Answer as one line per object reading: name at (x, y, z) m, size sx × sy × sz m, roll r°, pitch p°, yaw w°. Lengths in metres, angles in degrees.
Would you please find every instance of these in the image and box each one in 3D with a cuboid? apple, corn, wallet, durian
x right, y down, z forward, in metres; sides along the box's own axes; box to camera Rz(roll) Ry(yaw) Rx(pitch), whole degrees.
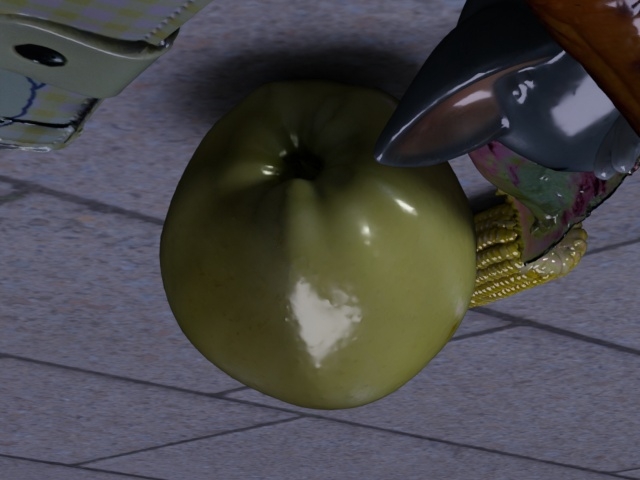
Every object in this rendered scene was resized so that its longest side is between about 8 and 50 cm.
apple at (0.000, 0.000, 1.116) m, size 0.200 × 0.200 × 0.200 m, roll -1°, pitch 163°, yaw 0°
corn at (0.113, 0.014, 1.372) m, size 0.085 × 0.063 × 0.165 m, roll -19°, pitch 177°, yaw -33°
wallet at (-0.182, -0.119, 0.896) m, size 0.223 × 0.077 × 0.309 m, roll 10°, pitch 163°, yaw -21°
durian at (0.132, -0.084, 1.037) m, size 0.108 × 0.119 × 0.186 m, roll 37°, pitch 157°, yaw 3°

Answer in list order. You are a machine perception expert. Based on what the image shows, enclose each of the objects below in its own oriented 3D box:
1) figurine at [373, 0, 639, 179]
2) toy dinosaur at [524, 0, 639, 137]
figurine at (0.146, -0.111, 0.830) m, size 0.140 × 0.193 × 0.265 m, roll 35°, pitch 137°, yaw 5°
toy dinosaur at (0.068, -0.124, 0.676) m, size 0.432 × 0.097 × 0.208 m, roll 40°, pitch 176°, yaw -42°
